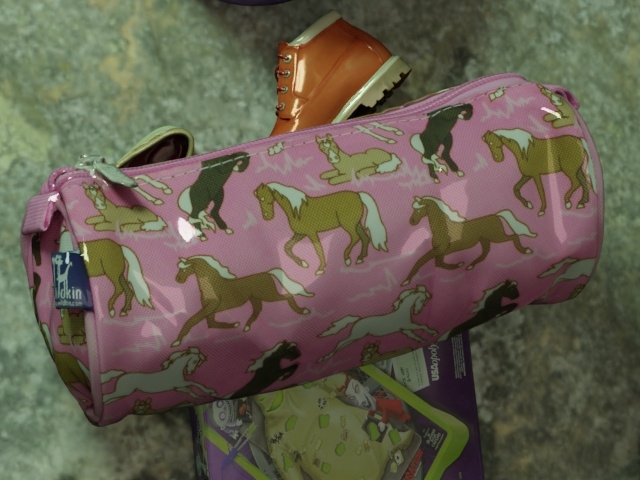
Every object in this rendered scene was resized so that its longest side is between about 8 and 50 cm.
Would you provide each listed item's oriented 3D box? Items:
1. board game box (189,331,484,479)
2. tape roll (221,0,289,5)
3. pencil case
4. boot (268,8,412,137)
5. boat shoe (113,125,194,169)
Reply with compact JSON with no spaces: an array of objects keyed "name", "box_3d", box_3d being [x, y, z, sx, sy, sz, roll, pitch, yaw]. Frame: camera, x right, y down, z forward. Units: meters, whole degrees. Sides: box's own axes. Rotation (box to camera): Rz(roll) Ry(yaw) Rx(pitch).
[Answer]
[{"name":"board game box","box_3d":[0.017,0.196,1.220,0.208,0.056,0.346,-4,87,-20]},{"name":"tape roll","box_3d":[-0.044,-0.270,1.218,0.189,0.080,0.189,1,85,-15]},{"name":"pencil case","box_3d":[0.000,0.000,1.131,0.386,0.167,0.160,-13,53,-17]},{"name":"boot","box_3d":[-0.016,-0.099,1.230,0.084,0.059,0.158,44,73,1]},{"name":"boat shoe","box_3d":[-0.140,-0.032,1.191,0.050,0.045,0.135,42,77,-9]}]
